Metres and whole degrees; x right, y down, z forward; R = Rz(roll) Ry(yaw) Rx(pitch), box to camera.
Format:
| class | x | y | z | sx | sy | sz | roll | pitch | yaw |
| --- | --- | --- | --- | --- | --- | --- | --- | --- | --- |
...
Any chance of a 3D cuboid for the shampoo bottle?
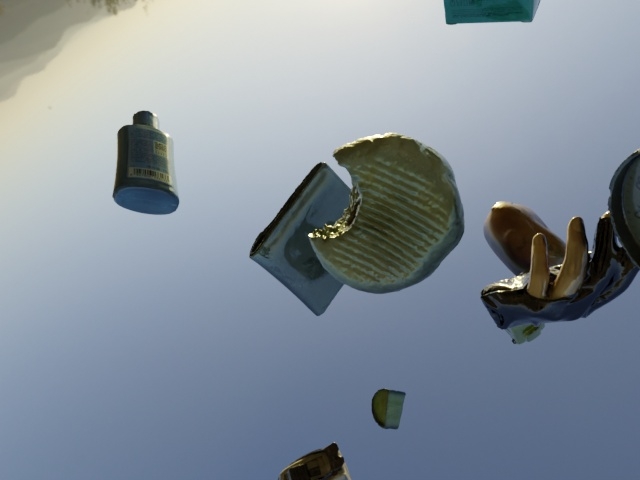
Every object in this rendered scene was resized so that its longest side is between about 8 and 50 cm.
| class | x | y | z | sx | sy | sz | roll | pitch | yaw |
| --- | --- | --- | --- | --- | --- | --- | --- | --- | --- |
| shampoo bottle | -0.314 | -0.151 | 0.812 | 0.061 | 0.103 | 0.259 | -58 | -144 | 34 |

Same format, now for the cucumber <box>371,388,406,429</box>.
| class | x | y | z | sx | sy | sz | roll | pitch | yaw |
| --- | --- | --- | --- | --- | --- | --- | --- | --- | --- |
| cucumber | 0.207 | 0.513 | 1.380 | 0.062 | 0.115 | 0.117 | 5 | -105 | 44 |

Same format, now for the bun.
| class | x | y | z | sx | sy | sz | roll | pitch | yaw |
| --- | --- | --- | --- | --- | --- | --- | --- | --- | --- |
| bun | 0.084 | -0.040 | 0.605 | 0.212 | 0.204 | 0.126 | -42 | -178 | 21 |

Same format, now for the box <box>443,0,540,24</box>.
| class | x | y | z | sx | sy | sz | roll | pitch | yaw |
| --- | --- | --- | --- | --- | --- | --- | --- | --- | --- |
| box | 0.363 | -0.629 | 0.947 | 0.205 | 0.311 | 0.118 | 11 | -118 | 30 |

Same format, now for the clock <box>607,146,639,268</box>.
| class | x | y | z | sx | sy | sz | roll | pitch | yaw |
| --- | --- | --- | --- | --- | --- | --- | --- | --- | --- |
| clock | 0.389 | -0.013 | 0.442 | 0.041 | 0.215 | 0.215 | -29 | -147 | -8 |

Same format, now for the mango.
| class | x | y | z | sx | sy | sz | roll | pitch | yaw |
| --- | --- | --- | --- | --- | --- | --- | --- | --- | --- |
| mango | 0.568 | 0.002 | 1.258 | 0.153 | 0.201 | 0.287 | -49 | -148 | 22 |

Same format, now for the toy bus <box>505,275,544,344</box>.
| class | x | y | z | sx | sy | sz | roll | pitch | yaw |
| --- | --- | --- | --- | --- | --- | --- | --- | --- | --- |
| toy bus | 0.636 | 0.237 | 1.450 | 0.128 | 0.262 | 0.150 | -38 | -127 | 7 |

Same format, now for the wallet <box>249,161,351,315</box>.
| class | x | y | z | sx | sy | sz | roll | pitch | yaw |
| --- | --- | --- | --- | --- | --- | --- | --- | --- | --- |
| wallet | -0.001 | 0.000 | 1.068 | 0.290 | 0.251 | 0.054 | -52 | -152 | -16 |

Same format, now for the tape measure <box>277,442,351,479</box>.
| class | x | y | z | sx | sy | sz | roll | pitch | yaw |
| --- | --- | --- | --- | --- | --- | --- | --- | --- | --- |
| tape measure | -0.028 | 0.720 | 1.351 | 0.231 | 0.271 | 0.133 | -18 | -133 | -4 |

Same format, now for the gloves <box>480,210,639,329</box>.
| class | x | y | z | sx | sy | sz | roll | pitch | yaw |
| --- | --- | --- | --- | --- | --- | --- | --- | --- | --- |
| gloves | 0.451 | 0.066 | 0.822 | 0.152 | 0.197 | 0.301 | 58 | -41 | 31 |
